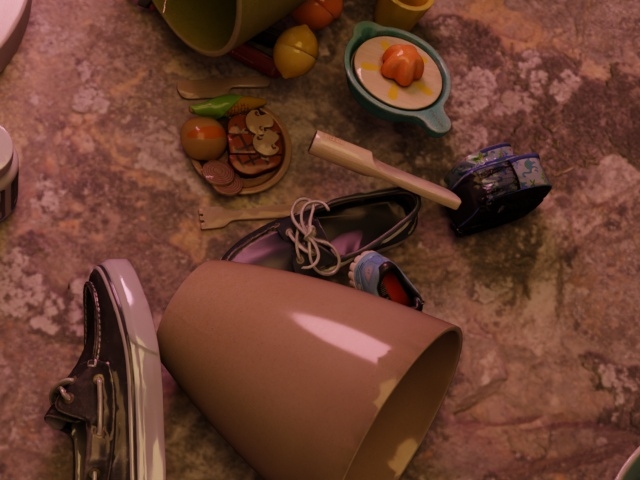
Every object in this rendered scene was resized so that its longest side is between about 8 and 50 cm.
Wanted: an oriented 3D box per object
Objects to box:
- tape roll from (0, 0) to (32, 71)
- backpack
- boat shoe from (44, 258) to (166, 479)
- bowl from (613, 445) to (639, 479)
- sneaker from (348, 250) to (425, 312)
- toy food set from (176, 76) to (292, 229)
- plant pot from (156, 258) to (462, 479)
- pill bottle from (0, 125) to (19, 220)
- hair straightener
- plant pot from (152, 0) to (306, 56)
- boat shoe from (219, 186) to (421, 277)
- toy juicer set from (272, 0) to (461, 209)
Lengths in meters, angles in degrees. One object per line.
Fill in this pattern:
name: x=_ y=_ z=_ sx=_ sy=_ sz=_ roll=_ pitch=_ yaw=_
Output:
tape roll: x=-0.526 y=-0.315 z=1.859 sx=0.392 sy=0.072 sz=0.392 roll=4 pitch=68 yaw=-9
backpack: x=0.209 y=-0.066 z=1.891 sx=0.114 sy=0.105 sz=0.084 roll=-14 pitch=73 yaw=-22
boat shoe: x=-0.232 y=0.180 z=1.696 sx=0.119 sy=0.121 sz=0.335 roll=-3 pitch=72 yaw=-17
bowl: x=0.423 y=0.360 z=1.736 sx=0.311 sy=0.163 sz=0.311 roll=4 pitch=68 yaw=-10
sneaker: x=0.089 y=0.088 z=1.806 sx=0.063 sy=0.073 sz=0.162 roll=-36 pitch=107 yaw=-20
toy food set: x=-0.097 y=-0.113 z=1.883 sx=0.132 sy=0.038 sz=0.192 roll=-7 pitch=71 yaw=-14
plant pot: x=-0.032 y=0.139 z=1.706 sx=0.274 sy=0.256 sz=0.256 roll=29 pitch=65 yaw=18
pill bottle: x=-0.371 y=-0.075 z=1.760 sx=0.078 sy=0.137 sz=0.078 roll=4 pitch=68 yaw=-10
hair straightener: x=-0.134 y=-0.282 z=1.946 sx=0.230 sy=0.047 sz=0.089 roll=25 pitch=66 yaw=4
plant pot: x=-0.045 y=-0.391 z=1.847 sx=0.293 sy=0.275 sz=0.275 roll=-26 pitch=76 yaw=-24
boat shoe: x=0.000 y=0.000 z=1.837 sx=0.254 sy=0.079 sz=0.095 roll=-15 pitch=73 yaw=-17
toy juicer set: x=0.054 y=-0.196 z=1.870 sx=0.209 sy=0.089 sz=0.329 roll=5 pitch=55 yaw=-20
